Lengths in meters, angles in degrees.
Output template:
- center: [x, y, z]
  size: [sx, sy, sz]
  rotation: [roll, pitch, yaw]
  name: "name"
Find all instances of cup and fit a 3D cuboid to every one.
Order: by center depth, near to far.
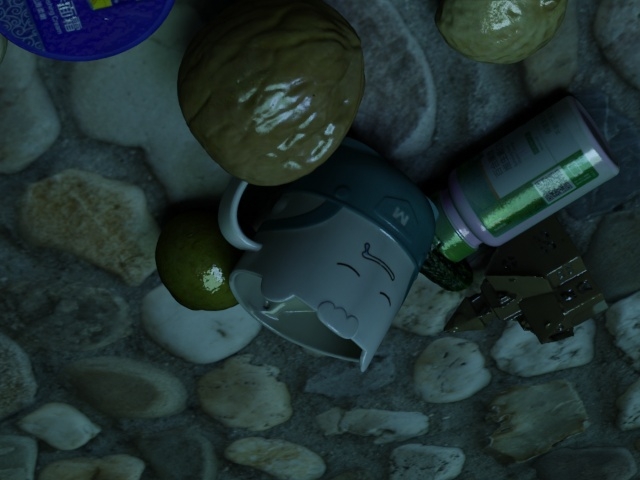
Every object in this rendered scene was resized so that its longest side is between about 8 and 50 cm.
- center: [0.000, 0.000, 1.367]
  size: [0.290, 0.257, 0.219]
  rotation: [39, 159, -21]
  name: "cup"

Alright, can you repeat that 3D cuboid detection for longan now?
- center: [-0.153, 0.016, 1.455]
  size: [0.145, 0.176, 0.155]
  rotation: [17, 177, 24]
  name: "longan"

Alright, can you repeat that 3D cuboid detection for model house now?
- center: [0.315, 0.101, 1.652]
  size: [0.248, 0.176, 0.181]
  rotation: [-31, 142, 9]
  name: "model house"

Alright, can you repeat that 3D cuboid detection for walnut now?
- center: [-0.051, -0.179, 1.185]
  size: [0.228, 0.228, 0.228]
  rotation: [-9, 141, -7]
  name: "walnut"

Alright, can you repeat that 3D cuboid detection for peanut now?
- center: [0.221, -0.278, 1.223]
  size: [0.159, 0.109, 0.140]
  rotation: [-36, 151, 30]
  name: "peanut"

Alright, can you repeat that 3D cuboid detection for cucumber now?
- center: [0.171, 0.020, 1.603]
  size: [0.074, 0.074, 0.241]
  rotation: [-30, 143, 18]
  name: "cucumber"

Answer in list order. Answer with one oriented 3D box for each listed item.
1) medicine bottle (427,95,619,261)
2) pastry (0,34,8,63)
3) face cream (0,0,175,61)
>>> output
- center: [0.276, -0.080, 1.466]
  size: [0.274, 0.133, 0.133]
  rotation: [-35, 138, 22]
  name: "medicine bottle"
- center: [-0.416, -0.224, 1.102]
  size: [0.156, 0.092, 0.156]
  rotation: [-11, 140, -9]
  name: "pastry"
- center: [-0.252, -0.295, 1.050]
  size: [0.206, 0.111, 0.206]
  rotation: [-10, 141, -8]
  name: "face cream"
